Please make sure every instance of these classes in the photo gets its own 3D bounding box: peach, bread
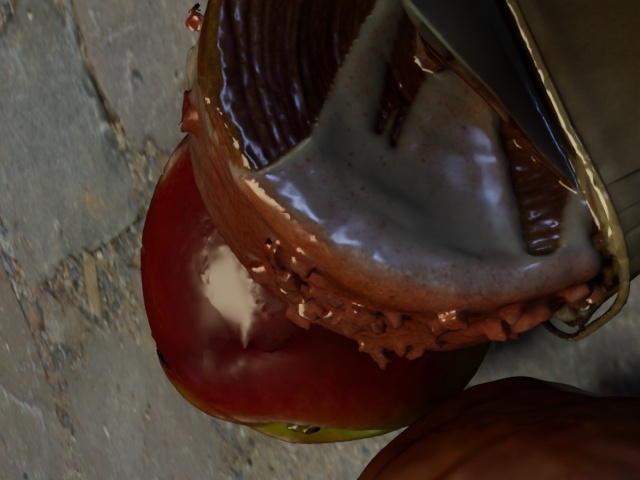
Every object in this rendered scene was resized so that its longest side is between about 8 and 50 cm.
[{"bbox_3d":[0.000,0.000,0.836,0.197,0.197,0.197,33,133,45],"label":"peach"},{"bbox_3d":[0.051,-0.062,0.678,0.224,0.211,0.142,65,160,11],"label":"bread"}]

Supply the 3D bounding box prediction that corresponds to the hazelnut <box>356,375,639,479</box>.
[{"bbox_3d":[0.102,0.185,0.711,0.261,0.241,0.261,43,142,47],"label":"hazelnut"}]
